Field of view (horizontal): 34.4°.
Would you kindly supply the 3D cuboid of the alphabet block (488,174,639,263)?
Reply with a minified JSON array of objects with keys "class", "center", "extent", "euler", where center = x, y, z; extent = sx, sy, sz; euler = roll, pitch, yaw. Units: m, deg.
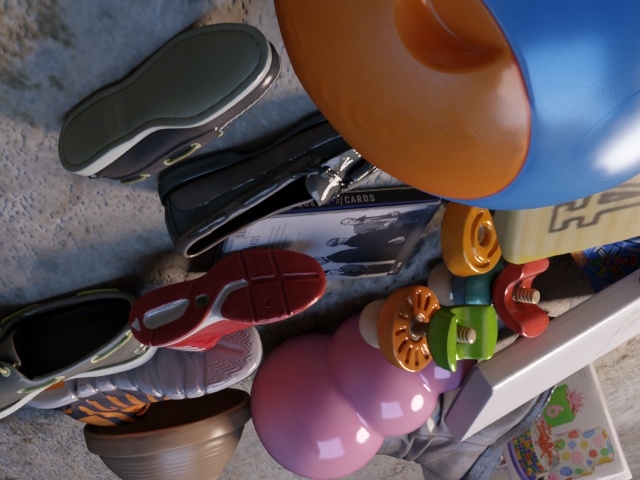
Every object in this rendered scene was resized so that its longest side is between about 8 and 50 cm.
[{"class":"alphabet block","center":[0.228,-0.118,0.873],"extent":[0.193,0.192,0.197],"euler":[-12,155,1]}]

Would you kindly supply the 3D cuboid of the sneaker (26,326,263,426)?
[{"class":"sneaker","center":[-0.217,0.163,1.335],"extent":[0.321,0.125,0.180],"euler":[-6,160,10]}]

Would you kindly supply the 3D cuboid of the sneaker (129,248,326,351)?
[{"class":"sneaker","center":[-0.100,0.070,1.183],"extent":[0.221,0.087,0.128],"euler":[-11,169,1]}]

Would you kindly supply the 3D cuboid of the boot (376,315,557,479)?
[{"class":"boot","center":[0.217,0.236,1.618],"extent":[0.222,0.118,0.338],"euler":[23,108,-13]}]

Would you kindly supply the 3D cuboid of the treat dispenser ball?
[{"class":"treat dispenser ball","center":[0.113,-0.163,0.612],"extent":[0.288,0.288,0.288],"euler":[-11,154,-5]}]

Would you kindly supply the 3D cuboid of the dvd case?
[{"class":"dvd case","center":[0.000,0.000,1.184],"extent":[0.238,0.030,0.179],"euler":[-4,153,-16]}]

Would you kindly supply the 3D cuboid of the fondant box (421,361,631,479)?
[{"class":"fondant box","center":[0.332,0.333,1.771],"extent":[0.330,0.238,0.096],"euler":[-21,153,16]}]

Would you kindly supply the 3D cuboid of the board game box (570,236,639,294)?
[{"class":"board game box","center":[0.442,0.027,1.449],"extent":[0.145,0.027,0.281],"euler":[-23,153,16]}]

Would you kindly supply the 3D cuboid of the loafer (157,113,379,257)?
[{"class":"loafer","center":[-0.025,-0.053,1.000],"extent":[0.267,0.084,0.096],"euler":[-18,154,10]}]

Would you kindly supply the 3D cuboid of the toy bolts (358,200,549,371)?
[{"class":"toy bolts","center":[0.157,0.042,1.253],"extent":[0.158,0.218,0.228],"euler":[7,-172,42]}]

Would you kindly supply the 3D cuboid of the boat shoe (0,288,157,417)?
[{"class":"boat shoe","center":[-0.342,0.130,1.203],"extent":[0.304,0.109,0.091],"euler":[-18,154,-5]}]

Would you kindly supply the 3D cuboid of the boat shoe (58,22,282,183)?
[{"class":"boat shoe","center":[-0.117,-0.110,0.857],"extent":[0.227,0.081,0.068],"euler":[-21,157,31]}]

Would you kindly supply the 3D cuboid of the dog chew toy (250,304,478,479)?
[{"class":"dog chew toy","center":[0.070,0.191,1.425],"extent":[0.331,0.207,0.206],"euler":[-29,151,14]}]

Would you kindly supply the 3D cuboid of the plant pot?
[{"class":"plant pot","center":[-0.207,0.291,1.466],"extent":[0.237,0.110,0.237],"euler":[-10,-176,1]}]

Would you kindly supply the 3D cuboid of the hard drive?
[{"class":"hard drive","center":[0.342,0.144,1.424],"extent":[0.353,0.047,0.233],"euler":[-28,158,-17]}]
